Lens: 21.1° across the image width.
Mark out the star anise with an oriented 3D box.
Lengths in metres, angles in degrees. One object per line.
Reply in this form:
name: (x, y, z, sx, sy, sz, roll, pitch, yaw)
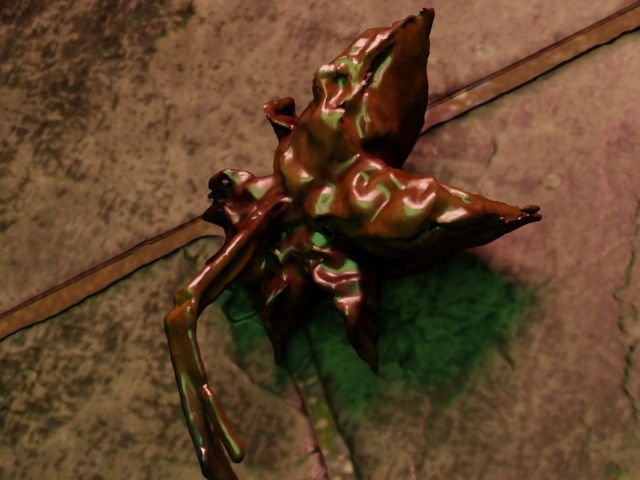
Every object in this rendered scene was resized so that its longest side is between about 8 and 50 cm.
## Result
star anise: (0.001, 0.008, 1.115, 0.237, 0.148, 0.346, 16, 62, 26)
